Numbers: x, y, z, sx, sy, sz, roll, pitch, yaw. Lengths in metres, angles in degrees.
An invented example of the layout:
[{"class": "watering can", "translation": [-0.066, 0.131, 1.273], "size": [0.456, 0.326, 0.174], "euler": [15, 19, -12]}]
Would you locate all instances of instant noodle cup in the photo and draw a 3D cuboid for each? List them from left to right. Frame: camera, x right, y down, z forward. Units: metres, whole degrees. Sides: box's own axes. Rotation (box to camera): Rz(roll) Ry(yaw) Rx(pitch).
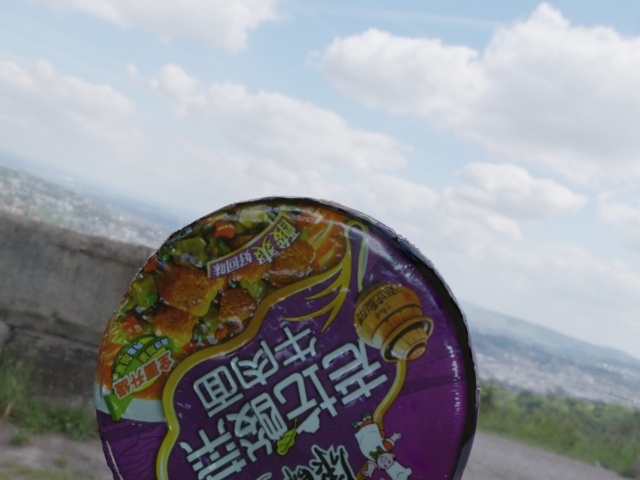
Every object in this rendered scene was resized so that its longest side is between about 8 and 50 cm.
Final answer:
[{"class": "instant noodle cup", "translation": [-0.012, 0.102, 0.579], "size": [0.251, 0.251, 0.190], "euler": [18, -3, 9]}]

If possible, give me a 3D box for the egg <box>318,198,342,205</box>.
[{"class": "egg", "translation": [0.000, 0.000, 0.791], "size": [0.071, 0.083, 0.071], "euler": [23, -10, 4]}]
